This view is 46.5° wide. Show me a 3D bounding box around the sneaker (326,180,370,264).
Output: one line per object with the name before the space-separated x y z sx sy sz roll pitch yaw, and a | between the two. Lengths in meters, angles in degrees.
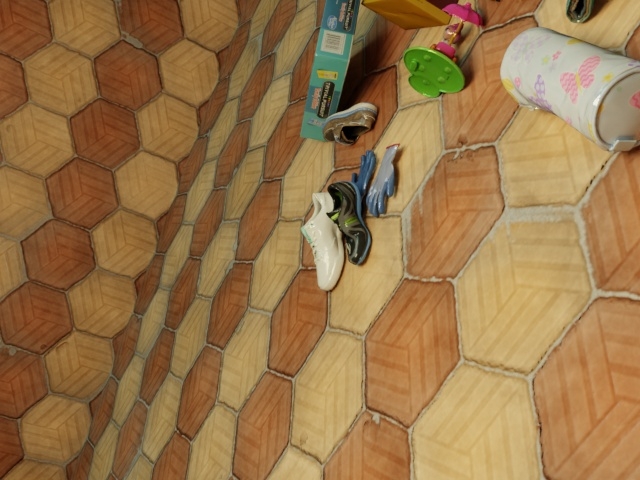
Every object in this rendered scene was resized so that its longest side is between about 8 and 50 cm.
sneaker | 0.051 -0.035 1.530 0.067 0.078 0.188 -38 57 51

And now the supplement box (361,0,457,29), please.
supplement box | 0.216 -0.579 1.612 0.194 0.129 0.191 -67 25 2

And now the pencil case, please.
pencil case | 0.362 -0.220 1.058 0.124 0.114 0.273 -69 24 19

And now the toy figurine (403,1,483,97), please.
toy figurine | 0.250 -0.380 1.448 0.159 0.130 0.173 -59 -1 -13

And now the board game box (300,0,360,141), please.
board game box | 0.025 -0.432 1.773 0.336 0.079 0.253 106 174 -66

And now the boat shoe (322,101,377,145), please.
boat shoe | 0.059 -0.261 1.734 0.183 0.066 0.066 -25 50 55

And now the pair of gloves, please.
pair of gloves | 0.110 -0.123 1.573 0.198 0.023 0.159 -6 66 66

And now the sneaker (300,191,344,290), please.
sneaker | 0.000 0.000 1.591 0.080 0.094 0.212 -21 60 62

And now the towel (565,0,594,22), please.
towel | 0.417 -0.555 1.117 0.271 0.040 0.370 59 -138 -66
